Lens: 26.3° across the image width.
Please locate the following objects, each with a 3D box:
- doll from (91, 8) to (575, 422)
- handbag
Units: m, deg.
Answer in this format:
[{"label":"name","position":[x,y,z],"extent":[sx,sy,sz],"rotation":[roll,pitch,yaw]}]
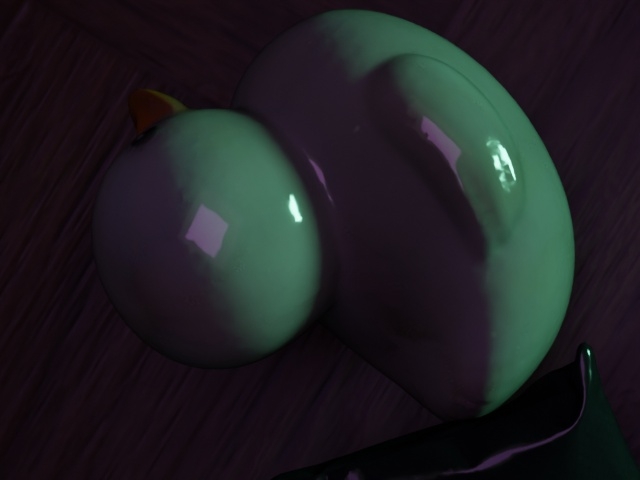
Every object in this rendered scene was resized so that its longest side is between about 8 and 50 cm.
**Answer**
[{"label":"doll","position":[0.000,0.000,0.708],"extent":[0.221,0.221,0.251],"rotation":[-45,82,4]},{"label":"handbag","position":[0.082,0.176,0.704],"extent":[0.211,0.254,0.088],"rotation":[-25,37,9]}]
